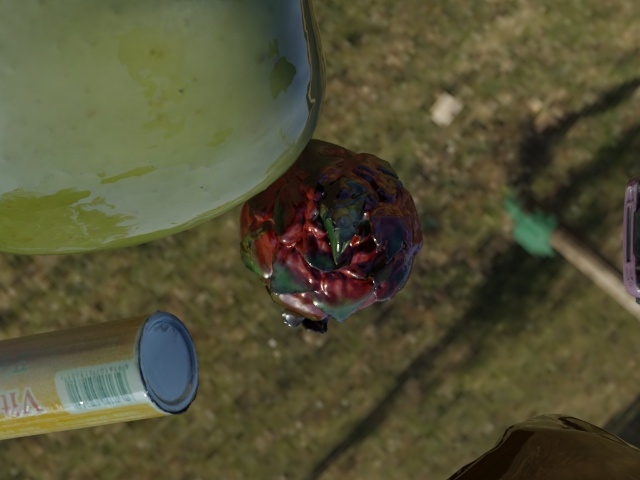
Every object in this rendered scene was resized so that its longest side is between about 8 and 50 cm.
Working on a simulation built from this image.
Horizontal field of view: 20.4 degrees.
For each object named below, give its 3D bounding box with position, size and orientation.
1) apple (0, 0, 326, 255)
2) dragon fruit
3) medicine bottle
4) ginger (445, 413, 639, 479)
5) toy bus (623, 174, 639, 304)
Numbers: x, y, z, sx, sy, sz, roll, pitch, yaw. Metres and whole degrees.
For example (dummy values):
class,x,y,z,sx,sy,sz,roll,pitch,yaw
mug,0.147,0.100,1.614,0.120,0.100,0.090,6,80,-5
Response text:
class,x,y,z,sx,sy,sz,roll,pitch,yaw
apple,-0.169,-0.155,1.208,0.357,0.357,0.357,-30,145,-25
dragon fruit,0.005,-0.005,1.680,0.188,0.182,0.182,-28,161,34
medicine bottle,-0.309,0.143,1.641,0.426,0.108,0.108,-10,160,29
ginger,0.121,0.192,0.732,0.200,0.223,0.269,-61,-169,11
toy bus,0.303,0.005,1.239,0.199,0.108,0.096,7,83,-40
